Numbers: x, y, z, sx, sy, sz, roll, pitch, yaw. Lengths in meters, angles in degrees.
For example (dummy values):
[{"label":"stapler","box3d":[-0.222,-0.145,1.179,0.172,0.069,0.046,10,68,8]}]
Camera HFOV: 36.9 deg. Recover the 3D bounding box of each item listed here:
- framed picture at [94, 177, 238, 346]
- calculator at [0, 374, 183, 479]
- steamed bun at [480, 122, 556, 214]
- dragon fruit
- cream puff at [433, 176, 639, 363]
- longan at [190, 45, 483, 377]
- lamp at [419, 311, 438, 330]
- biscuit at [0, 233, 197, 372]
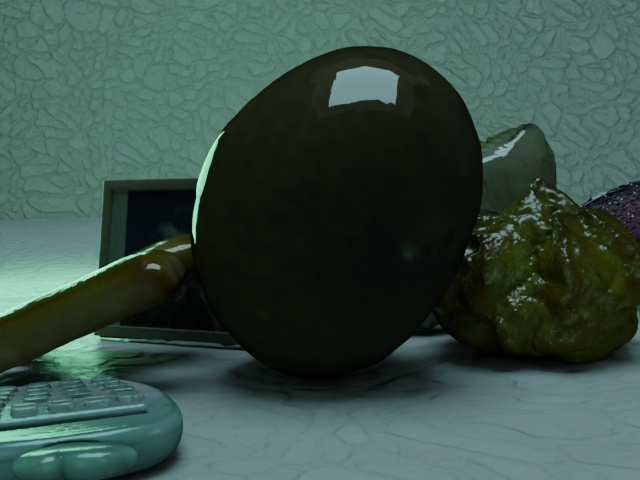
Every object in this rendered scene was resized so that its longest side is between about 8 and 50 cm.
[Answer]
[{"label":"framed picture","box3d":[-0.159,0.024,1.180,0.281,0.209,0.019,-1,-5,26]},{"label":"calculator","box3d":[-0.206,0.152,0.770,0.184,0.042,0.295,-4,4,-18]},{"label":"steamed bun","box3d":[0.242,-0.028,1.560,0.324,0.219,0.309,-33,5,-27]},{"label":"dragon fruit","box3d":[0.484,0.015,1.425,0.223,0.148,0.218,-7,26,39]},{"label":"cream puff","box3d":[0.243,0.043,1.065,0.244,0.196,0.244,24,18,-8]},{"label":"longan","box3d":[0.013,-0.026,0.971,0.288,0.350,0.288,27,22,-11]},{"label":"lamp","box3d":[0.053,0.041,1.231,0.313,0.182,0.182,14,3,-10]},{"label":"biscuit","box3d":[-0.261,0.072,1.046,0.290,0.062,0.237,-23,4,12]}]
